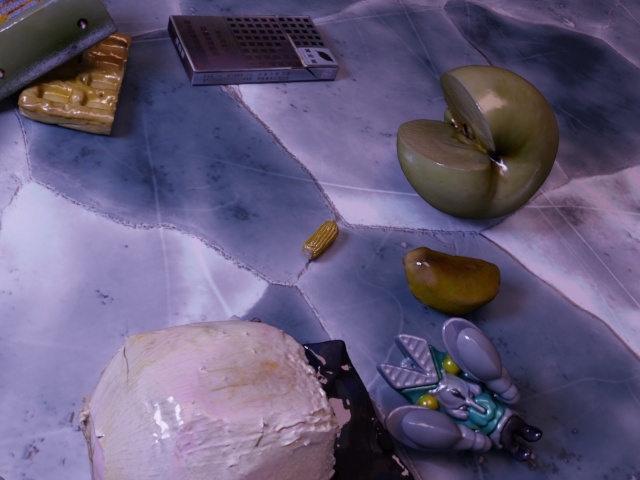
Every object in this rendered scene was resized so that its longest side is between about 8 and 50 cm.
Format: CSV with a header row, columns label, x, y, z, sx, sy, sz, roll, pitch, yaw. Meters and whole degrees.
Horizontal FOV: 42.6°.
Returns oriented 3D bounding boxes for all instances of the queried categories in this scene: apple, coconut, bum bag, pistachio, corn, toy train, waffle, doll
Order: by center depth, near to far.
label,x,y,z,sx,sy,sz,roll,pitch,yaw
coconut,-0.147,0.243,0.974,0.255,0.297,0.297,-6,52,-36
bum bag,0.037,0.282,1.104,0.137,0.074,0.310,-27,86,-25
doll,0.215,0.219,1.222,0.258,0.153,0.194,8,75,-9
pistachio,0.219,0.072,1.404,0.189,0.100,0.110,11,69,-26
corn,0.000,0.000,1.420,0.037,0.037,0.092,34,45,11
toy train,-0.511,-0.369,1.422,0.300,0.131,0.202,-34,51,-7
waffle,-0.444,-0.302,1.504,0.168,0.057,0.274,9,47,-13
apple,0.287,-0.184,1.531,0.292,0.291,0.254,5,24,-17

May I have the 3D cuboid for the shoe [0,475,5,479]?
label,x,y,z,sx,sy,sz,roll,pitch,yaw
shoe,-0.368,0.340,0.940,0.079,0.078,0.195,-19,55,-35

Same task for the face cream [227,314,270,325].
label,x,y,z,sx,sy,sz,roll,pitch,yaw
face cream,-0.047,0.190,1.204,0.229,0.075,0.075,36,47,12

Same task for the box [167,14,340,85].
label,x,y,z,sx,sy,sz,roll,pitch,yaw
box,-0.139,-0.403,1.722,0.325,0.047,0.180,-8,54,-26
